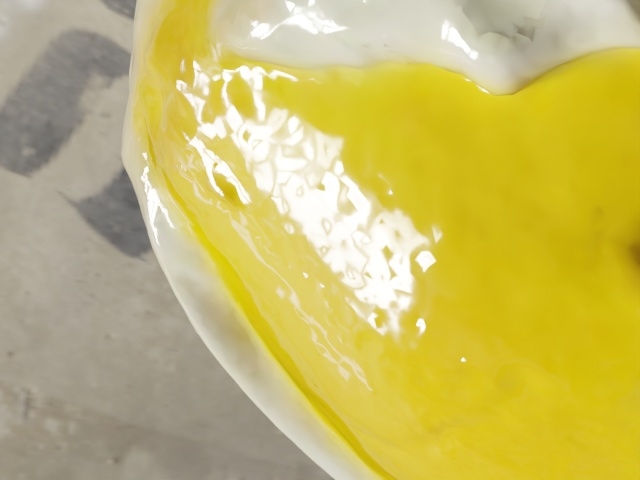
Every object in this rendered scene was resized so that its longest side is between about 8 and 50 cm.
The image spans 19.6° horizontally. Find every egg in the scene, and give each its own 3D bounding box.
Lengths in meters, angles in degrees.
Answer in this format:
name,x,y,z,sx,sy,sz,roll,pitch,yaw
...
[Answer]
name,x,y,z,sx,sy,sz,roll,pitch,yaw
egg,0.133,-0.041,0.433,0.345,0.283,0.283,17,89,-9
